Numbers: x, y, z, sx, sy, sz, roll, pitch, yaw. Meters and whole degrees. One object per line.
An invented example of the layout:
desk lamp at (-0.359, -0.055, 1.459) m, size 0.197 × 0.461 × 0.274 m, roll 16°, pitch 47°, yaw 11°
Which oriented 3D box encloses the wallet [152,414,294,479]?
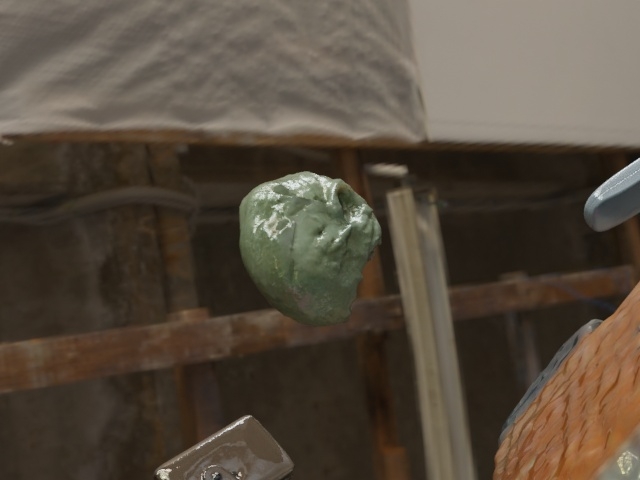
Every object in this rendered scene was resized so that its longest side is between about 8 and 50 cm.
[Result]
wallet at (-0.118, 0.289, 1.632) m, size 0.152 × 0.118 × 0.039 m, roll -28°, pitch -34°, yaw -28°

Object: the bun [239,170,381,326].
bun at (0.000, 0.000, 1.645) m, size 0.203 × 0.126 × 0.212 m, roll 14°, pitch -132°, yaw -36°

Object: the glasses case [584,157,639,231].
glasses case at (0.431, -0.075, 1.777) m, size 0.178 × 0.045 × 0.067 m, roll -33°, pitch -38°, yaw -11°

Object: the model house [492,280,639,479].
model house at (0.193, 0.058, 0.392) m, size 0.190 × 0.301 × 0.271 m, roll 31°, pitch -159°, yaw 1°
